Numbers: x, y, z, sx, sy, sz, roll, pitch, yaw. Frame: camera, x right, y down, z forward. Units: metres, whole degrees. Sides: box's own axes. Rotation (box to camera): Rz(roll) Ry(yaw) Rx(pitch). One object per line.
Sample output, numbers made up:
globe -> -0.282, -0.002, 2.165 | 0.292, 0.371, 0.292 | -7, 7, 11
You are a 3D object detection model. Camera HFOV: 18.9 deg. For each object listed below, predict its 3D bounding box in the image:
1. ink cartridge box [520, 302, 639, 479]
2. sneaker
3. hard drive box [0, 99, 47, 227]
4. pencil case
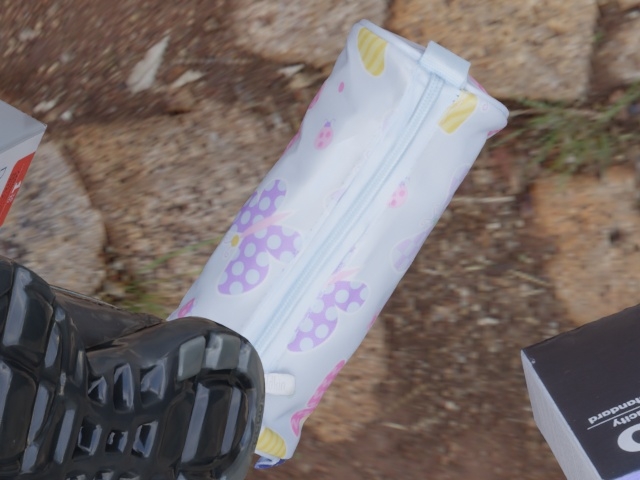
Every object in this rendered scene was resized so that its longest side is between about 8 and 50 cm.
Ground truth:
ink cartridge box -> 0.193, 0.056, 0.720 | 0.206, 0.208, 0.045 | -20, 109, 0
sneaker -> -0.123, 0.057, 0.686 | 0.106, 0.267, 0.101 | 11, 84, 27
hard drive box -> -0.301, -0.005, 1.350 | 0.089, 0.232, 0.181 | 28, 108, 4
pencil case -> 0.000, 0.000, 1.170 | 0.113, 0.124, 0.273 | 34, 92, 11
